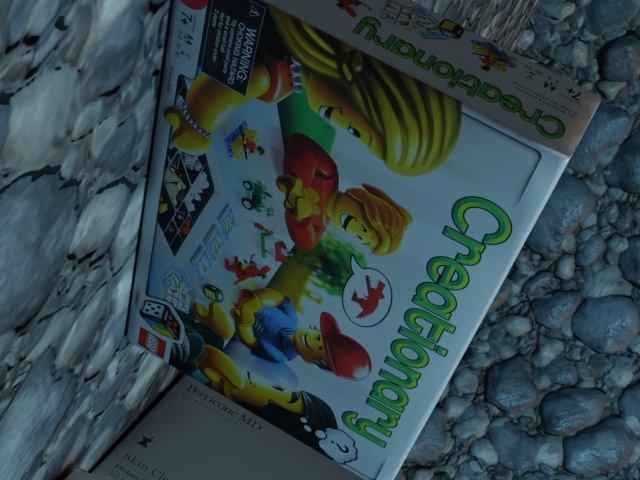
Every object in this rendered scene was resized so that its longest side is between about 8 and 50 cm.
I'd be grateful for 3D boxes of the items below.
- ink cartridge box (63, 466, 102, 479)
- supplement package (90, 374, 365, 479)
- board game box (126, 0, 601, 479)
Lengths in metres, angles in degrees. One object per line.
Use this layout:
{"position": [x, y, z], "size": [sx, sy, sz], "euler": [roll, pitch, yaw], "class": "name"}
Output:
{"position": [-0.190, 0.281, 0.743], "size": [0.218, 0.092, 0.158], "euler": [-64, 170, 30], "class": "ink cartridge box"}
{"position": [-0.057, 0.273, 0.902], "size": [0.145, 0.261, 0.204], "euler": [-48, 164, -55], "class": "supplement package"}
{"position": [0.000, 0.000, 0.614], "size": [0.053, 0.193, 0.305], "euler": [-54, 168, -40], "class": "board game box"}
